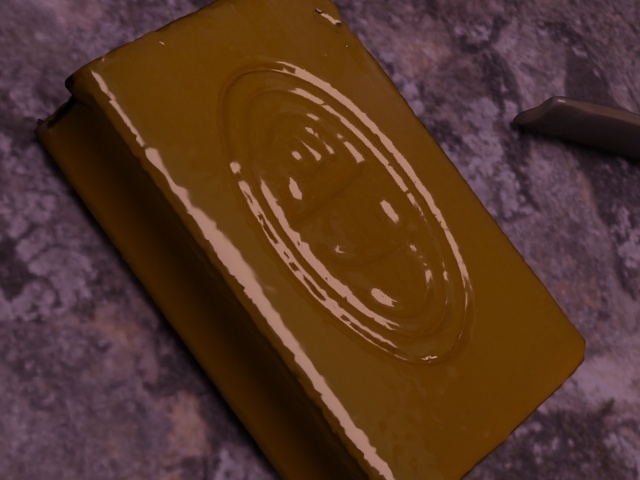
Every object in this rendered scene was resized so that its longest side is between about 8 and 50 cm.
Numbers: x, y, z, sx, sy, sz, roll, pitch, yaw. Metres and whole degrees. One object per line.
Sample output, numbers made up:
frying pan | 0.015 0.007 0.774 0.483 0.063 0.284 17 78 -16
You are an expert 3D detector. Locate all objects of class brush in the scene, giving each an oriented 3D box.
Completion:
brush | 0.300 -0.055 0.936 0.321 0.060 0.050 12 74 -24

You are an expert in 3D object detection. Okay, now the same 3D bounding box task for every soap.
soap | 0.000 -0.001 0.720 0.204 0.096 0.324 -36 88 -35
